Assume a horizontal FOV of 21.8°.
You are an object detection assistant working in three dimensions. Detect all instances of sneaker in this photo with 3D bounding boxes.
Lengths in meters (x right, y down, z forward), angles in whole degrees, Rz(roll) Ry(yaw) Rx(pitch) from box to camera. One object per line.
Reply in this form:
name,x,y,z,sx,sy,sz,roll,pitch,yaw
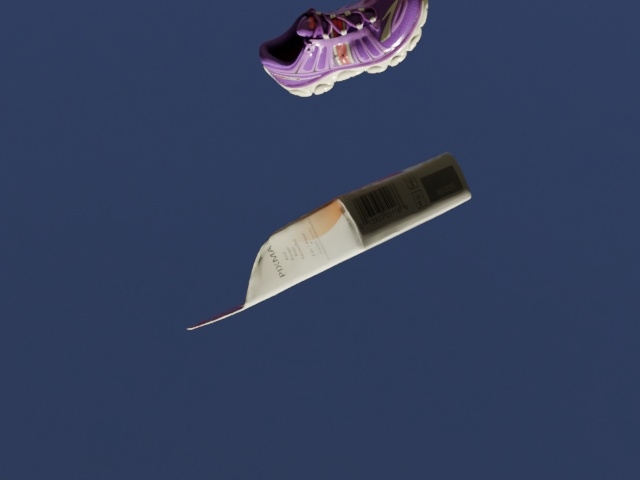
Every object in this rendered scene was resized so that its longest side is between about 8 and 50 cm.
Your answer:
sneaker,0.019,-0.180,1.460,0.071,0.170,0.068,31,-138,-46

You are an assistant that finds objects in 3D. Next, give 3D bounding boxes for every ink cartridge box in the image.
ink cartridge box,0.000,0.000,1.184,0.145,0.179,0.045,-24,-89,-51
